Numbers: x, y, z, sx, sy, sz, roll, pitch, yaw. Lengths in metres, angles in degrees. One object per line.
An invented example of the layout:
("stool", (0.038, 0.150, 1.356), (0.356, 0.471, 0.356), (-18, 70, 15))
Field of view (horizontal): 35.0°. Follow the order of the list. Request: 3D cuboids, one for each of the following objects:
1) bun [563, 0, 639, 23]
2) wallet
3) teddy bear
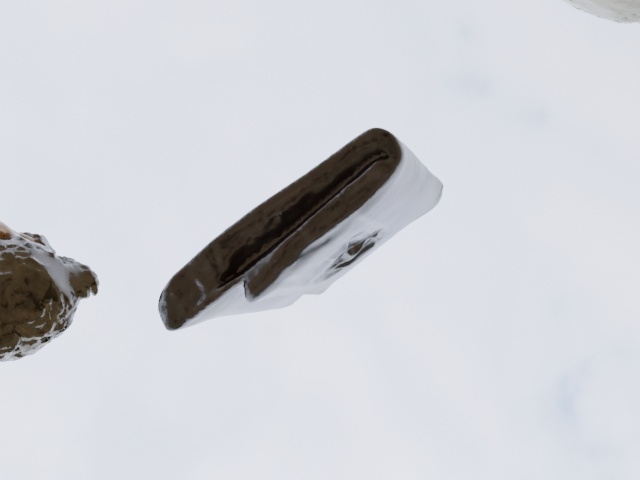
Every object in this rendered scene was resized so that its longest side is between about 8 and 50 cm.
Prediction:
("bun", (0.162, -0.156, 0.397), (0.113, 0.166, 0.173), (45, -86, 9))
("wallet", (0.000, 0.000, 0.706), (0.049, 0.182, 0.229), (55, -170, 9))
("teddy bear", (-0.277, 0.034, 0.808), (0.190, 0.140, 0.177), (18, -145, 25))
